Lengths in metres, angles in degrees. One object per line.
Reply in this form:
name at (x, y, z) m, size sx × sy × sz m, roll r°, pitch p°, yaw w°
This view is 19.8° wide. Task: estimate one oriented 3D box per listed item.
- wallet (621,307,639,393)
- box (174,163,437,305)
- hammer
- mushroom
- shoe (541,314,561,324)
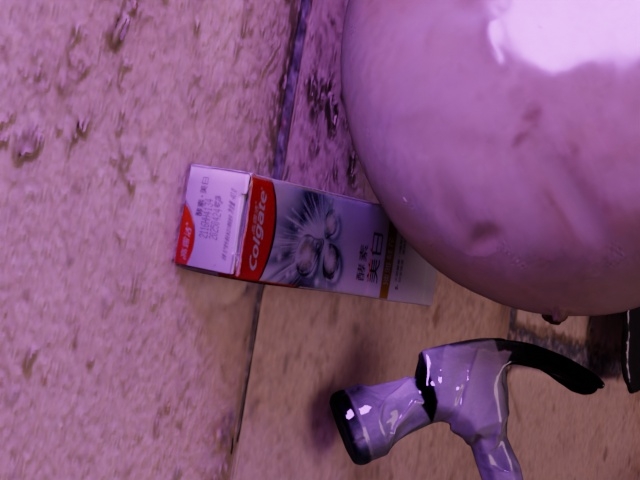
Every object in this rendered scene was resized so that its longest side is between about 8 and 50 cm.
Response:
wallet at (0.280, -0.062, 1.448) m, size 0.247 × 0.041 × 0.323 m, roll -21°, pitch 111°, yaw -58°
box at (0.000, 0.000, 0.977) m, size 0.218 × 0.039 × 0.055 m, roll 9°, pitch 89°, yaw -60°
hammer at (0.138, 0.260, 1.050) m, size 0.044 × 0.152 × 0.427 m, roll 178°, pitch -106°, yaw -81°
mushroom at (0.163, -0.081, 1.022) m, size 0.290 × 0.292 × 0.292 m, roll 57°, pitch 47°, yaw -64°
shoe at (0.186, -0.005, 1.233) m, size 0.227 × 0.099 × 0.125 m, roll 10°, pitch 79°, yaw -55°
